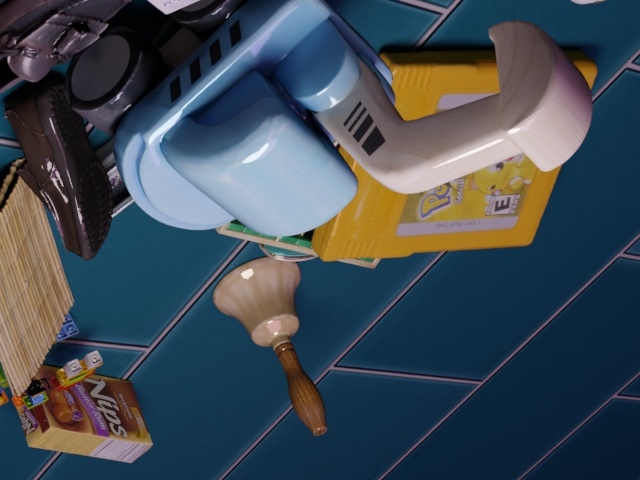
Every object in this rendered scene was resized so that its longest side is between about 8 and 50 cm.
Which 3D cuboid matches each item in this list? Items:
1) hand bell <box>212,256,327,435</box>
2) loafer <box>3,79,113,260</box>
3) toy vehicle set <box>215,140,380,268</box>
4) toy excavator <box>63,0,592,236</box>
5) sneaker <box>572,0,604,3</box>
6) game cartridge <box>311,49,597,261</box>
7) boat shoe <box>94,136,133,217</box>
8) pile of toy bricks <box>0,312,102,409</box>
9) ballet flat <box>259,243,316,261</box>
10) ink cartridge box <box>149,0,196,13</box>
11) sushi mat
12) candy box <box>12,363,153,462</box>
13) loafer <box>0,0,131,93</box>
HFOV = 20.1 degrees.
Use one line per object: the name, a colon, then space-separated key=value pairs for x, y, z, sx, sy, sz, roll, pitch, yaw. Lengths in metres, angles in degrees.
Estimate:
hand bell: x=-0.045 y=0.153 z=2.370 sx=0.126 sy=0.242 sz=0.126 roll=-17 pitch=148 yaw=-11
loafer: x=-0.291 y=-0.078 z=1.998 sx=0.078 sy=0.080 sz=0.220 roll=0 pitch=121 yaw=22
toy vehicle set: x=0.006 y=-0.061 z=2.238 sx=0.267 sy=0.035 sz=0.166 roll=13 pitch=117 yaw=-41
toy excavator: x=0.010 y=-0.121 z=1.804 sx=0.433 sy=0.445 sz=0.222 roll=-41 pitch=137 yaw=9
sneaker: x=0.122 y=-0.352 z=1.865 sx=0.257 sy=0.169 sz=0.447 roll=-28 pitch=141 yaw=21
game cartridge: x=0.167 y=-0.105 z=2.246 sx=0.324 sy=0.052 sz=0.285 roll=-6 pitch=128 yaw=-32
boat shoe: x=-0.211 y=-0.080 z=2.073 sx=0.227 sy=0.081 sz=0.079 roll=-34 pitch=146 yaw=16
pile of toy bricks: x=-0.397 y=0.168 z=2.303 sx=0.212 sy=0.118 sz=0.105 roll=-22 pitch=167 yaw=-35
ballet flat: x=0.000 y=0.000 z=2.356 sx=0.168 sy=0.057 sz=0.052 roll=-14 pitch=156 yaw=-15
ink cartridge box: x=-0.076 y=-0.299 z=1.711 sx=0.207 sy=0.097 sz=0.046 roll=-21 pitch=151 yaw=23
sushi mat: x=-0.355 y=0.050 z=2.140 sx=0.019 sy=0.151 sz=0.316 roll=17 pitch=149 yaw=14
candy box: x=-0.321 y=0.232 z=2.428 sx=0.053 sy=0.109 sz=0.187 roll=-41 pitch=145 yaw=25
loafer: x=-0.301 y=-0.181 z=1.784 sx=0.303 sy=0.095 sz=0.109 roll=-21 pitch=164 yaw=30
